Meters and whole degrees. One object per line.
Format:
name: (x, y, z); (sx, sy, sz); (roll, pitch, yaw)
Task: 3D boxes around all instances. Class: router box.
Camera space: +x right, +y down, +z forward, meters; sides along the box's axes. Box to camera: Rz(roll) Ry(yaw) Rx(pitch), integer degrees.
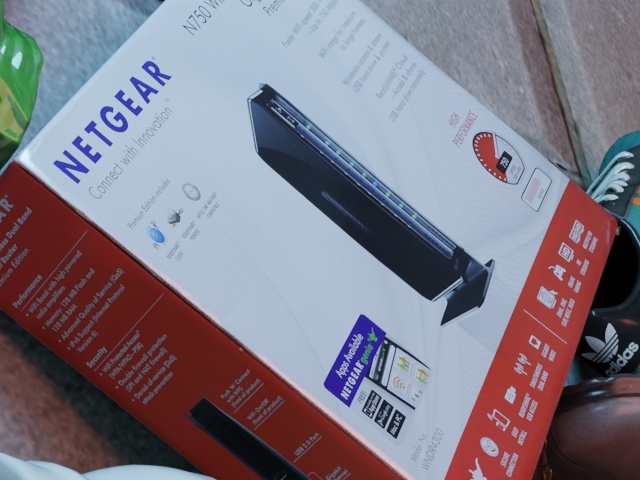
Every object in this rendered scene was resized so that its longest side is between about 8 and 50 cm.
router box: (0.000, 0.000, 1.010); (0.301, 0.082, 0.335); (39, 35, -6)

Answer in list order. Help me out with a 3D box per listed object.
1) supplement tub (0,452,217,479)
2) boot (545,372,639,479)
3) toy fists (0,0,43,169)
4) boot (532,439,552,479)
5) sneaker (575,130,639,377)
supplement tub: (-0.028, 0.223, 0.696); (0.325, 0.235, 0.235); (28, 43, -35)
boot: (0.265, 0.230, 1.215); (0.338, 0.118, 0.222); (25, 51, -36)
toy fists: (-0.203, -0.157, 0.910); (0.142, 0.096, 0.279); (32, 42, -34)
boot: (0.131, 0.199, 1.078); (0.263, 0.091, 0.229); (36, 36, -35)
sneaker: (0.225, -0.002, 1.346); (0.121, 0.108, 0.302); (27, 31, -16)
